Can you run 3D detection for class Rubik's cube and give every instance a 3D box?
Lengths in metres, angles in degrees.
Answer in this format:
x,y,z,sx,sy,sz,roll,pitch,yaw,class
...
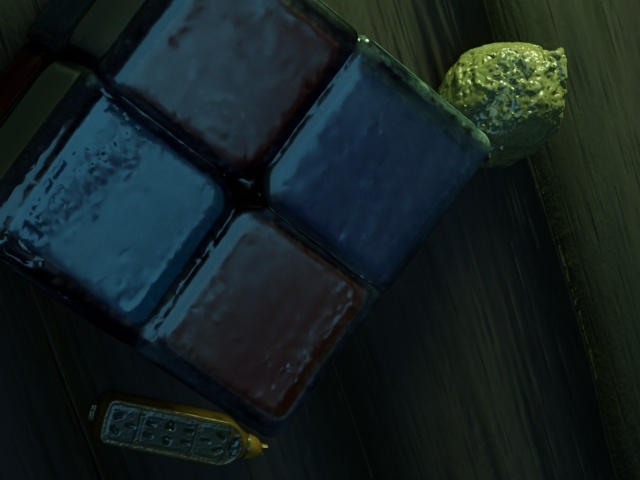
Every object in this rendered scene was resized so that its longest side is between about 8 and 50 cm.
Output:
x,y,z,sx,sy,sz,roll,pitch,yaw,class
-0.103,-0.068,1.609,0.318,0.316,0.313,37,88,-21,Rubik's cube

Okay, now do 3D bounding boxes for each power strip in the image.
x,y,z,sx,sy,sz,roll,pitch,yaw,class
-0.132,0.182,1.802,0.178,0.028,0.049,14,95,-22,power strip

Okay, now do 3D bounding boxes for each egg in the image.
x,y,z,sx,sy,sz,roll,pitch,yaw,class
0.170,-0.130,1.796,0.140,0.118,0.116,-43,94,-16,egg
